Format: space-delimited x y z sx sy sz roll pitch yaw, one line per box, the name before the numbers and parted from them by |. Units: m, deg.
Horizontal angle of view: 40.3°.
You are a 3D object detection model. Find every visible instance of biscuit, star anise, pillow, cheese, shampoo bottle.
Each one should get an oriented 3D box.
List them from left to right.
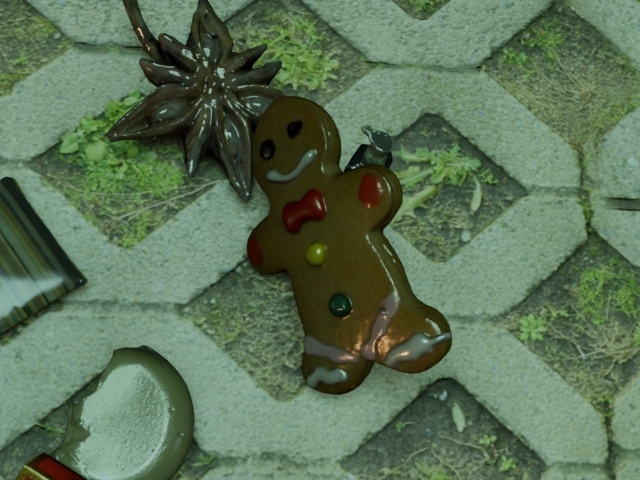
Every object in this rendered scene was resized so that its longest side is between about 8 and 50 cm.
pillow | -0.478 0.037 1.240 0.212 0.052 0.208 -34 76 -20
cheese | -0.257 0.242 1.182 0.175 0.091 0.202 17 68 -1
star anise | -0.178 -0.230 1.349 0.349 0.109 0.292 22 62 -11
biscuit | -0.001 0.000 1.220 0.064 0.283 0.432 -9 77 -53
shampoo bottle | 0.062 -0.101 1.282 0.063 0.208 0.057 26 65 -2

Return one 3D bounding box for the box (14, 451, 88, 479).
box | -0.352 0.407 1.080 0.153 0.074 0.240 31 92 -1
